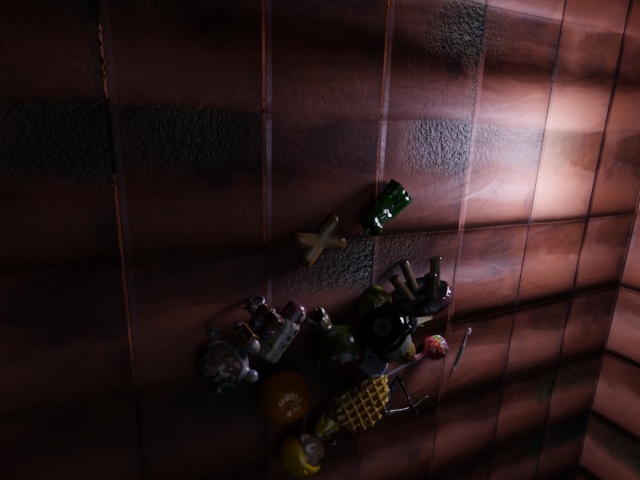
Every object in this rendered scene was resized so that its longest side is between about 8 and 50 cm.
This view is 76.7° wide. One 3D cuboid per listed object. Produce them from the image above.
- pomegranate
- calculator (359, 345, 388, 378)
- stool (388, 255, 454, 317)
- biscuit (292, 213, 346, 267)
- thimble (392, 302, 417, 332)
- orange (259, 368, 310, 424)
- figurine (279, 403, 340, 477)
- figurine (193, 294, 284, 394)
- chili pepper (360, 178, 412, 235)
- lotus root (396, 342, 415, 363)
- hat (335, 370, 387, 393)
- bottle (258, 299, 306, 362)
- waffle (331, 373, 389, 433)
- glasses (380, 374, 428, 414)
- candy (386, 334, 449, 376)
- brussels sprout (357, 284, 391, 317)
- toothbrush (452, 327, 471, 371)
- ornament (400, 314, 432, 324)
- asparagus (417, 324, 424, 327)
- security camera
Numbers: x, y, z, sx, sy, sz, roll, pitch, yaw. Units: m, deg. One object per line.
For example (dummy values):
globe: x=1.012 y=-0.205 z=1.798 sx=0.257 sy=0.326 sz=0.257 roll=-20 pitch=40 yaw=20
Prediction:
pomegranate: x=0.042 y=0.438 z=1.721 sx=0.306 sy=0.242 sz=0.242 roll=41 pitch=82 yaw=16
calculator: x=0.204 y=0.527 z=1.820 sx=0.121 sy=0.210 sz=0.039 roll=-30 pitch=146 yaw=-35
stool: x=0.439 y=0.199 z=1.794 sx=0.272 sy=0.272 sz=0.178 roll=-25 pitch=111 yaw=-18
biscuit: x=0.000 y=0.001 z=1.651 sx=0.208 sy=0.047 sz=0.164 roll=-28 pitch=114 yaw=-16
thimble: x=0.375 y=0.367 z=1.878 sx=0.150 sy=0.098 sz=0.150 roll=2 pitch=104 yaw=8
orange: x=-0.148 y=0.644 z=1.675 sx=0.219 sy=0.193 sz=0.219 roll=-12 pitch=109 yaw=-39
figurine: x=-0.022 y=0.899 z=1.818 sx=0.343 sy=0.187 sz=0.215 roll=-37 pitch=108 yaw=-19
figurine: x=-0.308 y=0.407 z=1.516 sx=0.382 sy=0.261 sz=0.186 roll=-44 pitch=158 yaw=0
chili pepper: x=0.264 y=-0.120 z=1.716 sx=0.270 sy=0.099 sz=0.136 roll=-46 pitch=127 yaw=-13
lotus root: x=0.385 y=0.519 z=1.932 sx=0.214 sy=0.138 sz=0.138 roll=36 pitch=87 yaw=-24
hat: x=0.203 y=0.700 z=1.908 sx=0.286 sy=0.107 sz=0.237 roll=-7 pitch=105 yaw=-27
bottle: x=-0.153 y=0.359 z=1.632 sx=0.120 sy=0.120 sz=0.253 roll=38 pitch=86 yaw=-29
waffle: x=0.184 y=0.709 z=1.804 sx=0.283 sy=0.065 sz=0.309 roll=19 pitch=83 yaw=-23
glasses: x=0.395 y=0.742 z=1.929 sx=0.239 sy=0.206 sz=0.102 roll=-49 pitch=128 yaw=-56
candy: x=0.473 y=0.597 z=2.029 sx=0.365 sy=0.124 sz=0.124 roll=-28 pitch=115 yaw=-5
brussels sprout: x=0.234 y=0.276 z=1.800 sx=0.151 sy=0.122 sz=0.149 roll=-30 pitch=140 yaw=-14
toothbrush: x=0.770 y=0.597 z=2.208 sx=0.024 sy=0.018 sz=0.257 roll=17 pitch=96 yaw=-35
ornament: x=0.495 y=0.346 z=1.986 sx=0.180 sy=0.059 sz=0.201 roll=39 pitch=88 yaw=-30
asparagus: x=0.473 y=0.436 z=2.020 sx=0.114 sy=0.014 sz=0.015 roll=-9 pitch=142 yaw=-23
security camera: x=0.290 y=0.414 z=1.731 sx=0.191 sy=0.197 sz=0.277 roll=-39 pitch=143 yaw=-3
